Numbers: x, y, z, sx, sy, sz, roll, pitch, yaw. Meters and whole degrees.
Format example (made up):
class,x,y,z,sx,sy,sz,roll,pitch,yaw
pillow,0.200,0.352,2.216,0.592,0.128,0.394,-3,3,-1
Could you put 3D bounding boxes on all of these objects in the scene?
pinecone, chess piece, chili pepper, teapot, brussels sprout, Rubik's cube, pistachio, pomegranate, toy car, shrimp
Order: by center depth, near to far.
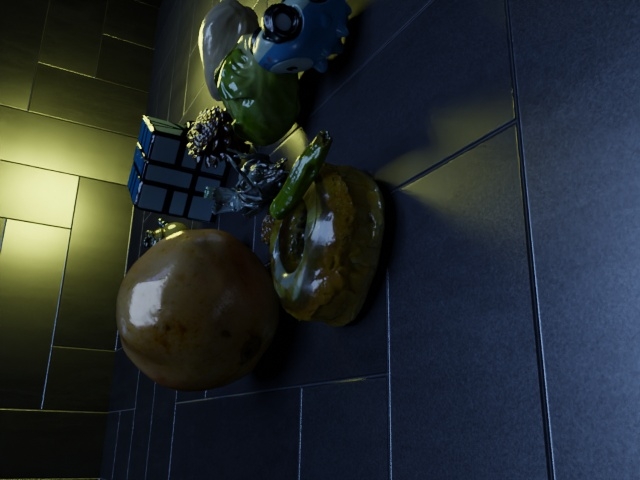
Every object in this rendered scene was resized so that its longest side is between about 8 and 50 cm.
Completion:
class,x,y,z,sx,sy,sz,roll,pitch,yaw
chili pepper,-0.038,-0.116,1.109,0.052,0.050,0.202,47,124,19
toy car,-0.035,-0.482,1.372,0.255,0.190,0.188,-51,14,-14
pomegranate,-0.302,0.158,1.436,0.411,0.411,0.412,-32,52,55
brussels sprout,-0.161,-0.399,1.550,0.259,0.226,0.295,-138,50,-66
shrimp,-0.195,-0.153,1.626,0.410,0.165,0.222,145,129,-70
pinecone,-0.313,-0.312,1.857,0.207,0.207,0.208,-32,52,55
chess piece,-0.317,-0.143,1.898,0.067,0.103,0.067,-32,53,56
pistachio,-0.295,-0.602,1.913,0.226,0.207,0.332,27,120,40
Rubik's cube,-0.504,-0.253,2.106,0.288,0.293,0.284,42,120,58
teapot,-0.585,0.022,2.273,0.173,0.182,0.270,-52,38,40

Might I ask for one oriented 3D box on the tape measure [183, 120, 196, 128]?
class,x,y,z,sx,sy,sz,roll,pitch,yaw
tape measure,-0.496,-0.376,2.331,0.181,0.107,0.182,-54,36,45

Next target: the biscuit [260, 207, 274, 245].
class,x,y,z,sx,sy,sz,roll,pitch,yaw
biscuit,-0.118,-0.046,1.561,0.175,0.026,0.124,-34,51,54

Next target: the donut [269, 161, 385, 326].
class,x,y,z,sx,sy,sz,roll,pitch,yaw
donut,0.000,0.000,1.171,0.330,0.159,0.330,-17,69,52
